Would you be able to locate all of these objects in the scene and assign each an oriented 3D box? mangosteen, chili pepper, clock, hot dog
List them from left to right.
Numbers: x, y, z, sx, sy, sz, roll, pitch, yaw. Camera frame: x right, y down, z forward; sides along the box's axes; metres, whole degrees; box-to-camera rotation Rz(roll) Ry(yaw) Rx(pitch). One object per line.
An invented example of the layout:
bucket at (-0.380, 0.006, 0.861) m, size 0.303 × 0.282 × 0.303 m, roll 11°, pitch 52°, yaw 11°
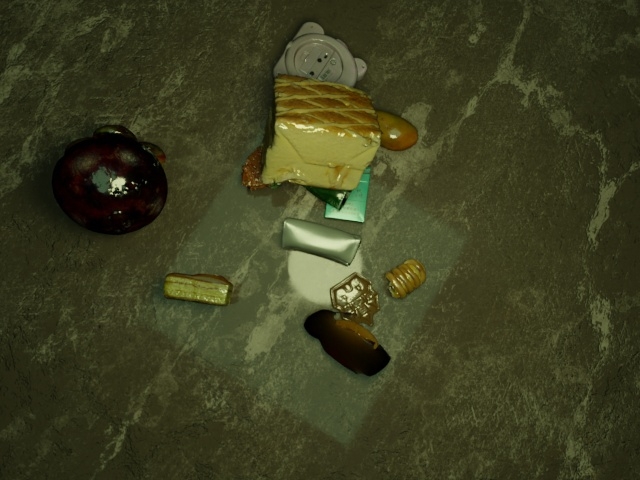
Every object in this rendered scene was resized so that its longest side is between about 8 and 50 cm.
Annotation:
mangosteen at (-0.747, -0.212, 1.726) m, size 0.381 × 0.421 × 0.380 m, roll -3°, pitch 125°, yaw -4°
chili pepper at (-0.007, -0.237, 1.845) m, size 0.271 × 0.099 × 0.136 m, roll 28°, pitch 118°, yaw 14°
clock at (0.000, -0.684, 1.902) m, size 0.322 × 0.113 × 0.295 m, roll 32°, pitch 84°, yaw -1°
hot dog at (0.111, 0.369, 1.806) m, size 0.194 × 0.107 × 0.326 m, roll -44°, pitch 83°, yaw 12°

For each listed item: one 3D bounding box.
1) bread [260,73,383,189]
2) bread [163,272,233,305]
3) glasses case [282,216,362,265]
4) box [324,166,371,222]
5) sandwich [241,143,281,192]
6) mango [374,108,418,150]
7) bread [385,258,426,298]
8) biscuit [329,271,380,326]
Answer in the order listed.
bread at (-0.008, -0.384, 1.704) m, size 0.391 × 0.279 × 0.371 m, roll 4°, pitch 46°, yaw -12°
bread at (-0.451, 0.180, 1.768) m, size 0.234 × 0.184 × 0.110 m, roll 7°, pitch 81°, yaw -3°
glasses case at (-0.001, 0.002, 1.853) m, size 0.308 × 0.083 × 0.128 m, roll 16°, pitch 90°, yaw -1°
box at (0.109, -0.192, 1.892) m, size 0.161 × 0.042 × 0.226 m, roll 8°, pitch 85°, yaw 0°
sandwich at (-0.236, -0.286, 1.862) m, size 0.160 × 0.109 × 0.184 m, roll -10°, pitch 79°, yaw -2°
mango at (0.267, -0.441, 1.887) m, size 0.254 × 0.113 × 0.138 m, roll 26°, pitch 84°, yaw 2°
bread at (0.334, 0.148, 1.852) m, size 0.177 × 0.084 × 0.119 m, roll -35°, pitch 87°, yaw -9°
biscuit at (0.147, 0.245, 1.858) m, size 0.182 × 0.034 × 0.215 m, roll -34°, pitch 87°, yaw -4°
